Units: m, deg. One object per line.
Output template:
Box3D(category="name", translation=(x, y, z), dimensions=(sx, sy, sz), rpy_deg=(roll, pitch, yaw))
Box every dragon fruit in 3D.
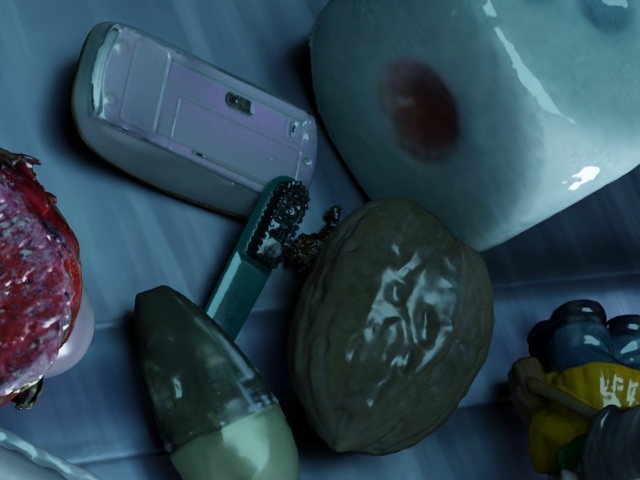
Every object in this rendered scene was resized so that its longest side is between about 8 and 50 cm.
Box3D(category="dragon fruit", translation=(-0.271, 0.025, 1.258), dimensions=(0.211, 0.147, 0.282), rpy_deg=(-29, 116, -3))

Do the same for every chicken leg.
Box3D(category="chicken leg", translation=(0.000, 0.002, 1.651), dimensions=(0.036, 0.021, 0.083), rpy_deg=(46, 54, 3))

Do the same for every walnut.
Box3D(category="walnut", translation=(0.058, 0.081, 1.575), dimensions=(0.178, 0.178, 0.230), rpy_deg=(33, 63, -17))

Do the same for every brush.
Box3D(category="brush", translation=(-0.059, 0.029, 1.571), dimensions=(0.043, 0.032, 0.193), rpy_deg=(36, 70, -29))

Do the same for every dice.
Box3D(category="dice", translation=(0.175, -0.159, 1.672), dimensions=(0.263, 0.265, 0.268), rpy_deg=(-29, 88, -36))

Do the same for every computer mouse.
Box3D(category="computer mouse", translation=(-0.110, -0.101, 1.596), dimensions=(0.245, 0.056, 0.125), rpy_deg=(22, 67, -31))

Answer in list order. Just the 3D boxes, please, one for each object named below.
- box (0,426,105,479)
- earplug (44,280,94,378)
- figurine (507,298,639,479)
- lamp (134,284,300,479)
Box3D(category="box", translation=(-0.254, 0.246, 1.348), dimensions=(0.337, 0.106, 0.264), rpy_deg=(30, 59, -18))
Box3D(category="earplug", translation=(-0.294, -0.004, 1.396), dimensions=(0.301, 0.172, 0.172), rpy_deg=(44, 55, -17))
Box3D(category="figurine", translation=(0.265, 0.205, 1.624), dimensions=(0.185, 0.204, 0.332), rpy_deg=(17, 63, -23))
Box3D(category="lamp", translation=(-0.081, 0.146, 1.498), dimensions=(0.101, 0.101, 0.250), rpy_deg=(-20, 79, -36))
